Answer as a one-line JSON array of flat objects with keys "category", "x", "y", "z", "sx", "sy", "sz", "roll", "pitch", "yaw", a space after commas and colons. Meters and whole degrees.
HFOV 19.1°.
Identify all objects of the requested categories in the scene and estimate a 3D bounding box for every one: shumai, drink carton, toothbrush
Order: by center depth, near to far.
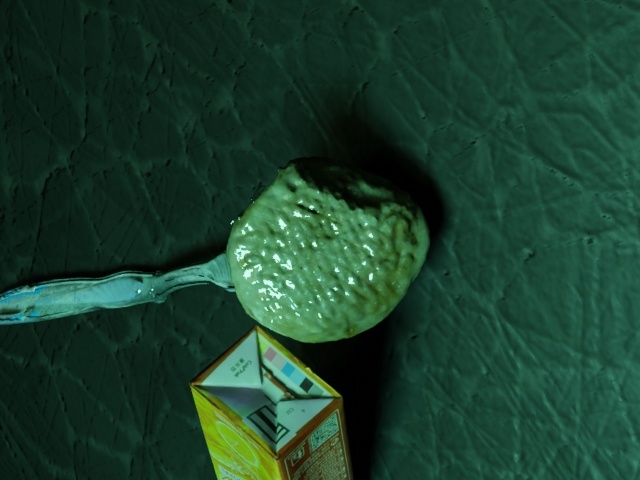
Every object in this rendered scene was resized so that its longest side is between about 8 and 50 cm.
[{"category": "shumai", "x": -0.002, "y": 0.004, "z": 1.384, "sx": 0.145, "sy": 0.116, "sz": 0.145, "roll": -1, "pitch": 101, "yaw": -4}, {"category": "drink carton", "x": -0.029, "y": 0.165, "z": 1.426, "sx": 0.096, "sy": 0.071, "sz": 0.223, "roll": 39, "pitch": 157, "yaw": 25}, {"category": "toothbrush", "x": -0.173, "y": 0.044, "z": 1.605, "sx": 0.413, "sy": 0.042, "sz": 0.035, "roll": -9, "pitch": 63, "yaw": 44}]
